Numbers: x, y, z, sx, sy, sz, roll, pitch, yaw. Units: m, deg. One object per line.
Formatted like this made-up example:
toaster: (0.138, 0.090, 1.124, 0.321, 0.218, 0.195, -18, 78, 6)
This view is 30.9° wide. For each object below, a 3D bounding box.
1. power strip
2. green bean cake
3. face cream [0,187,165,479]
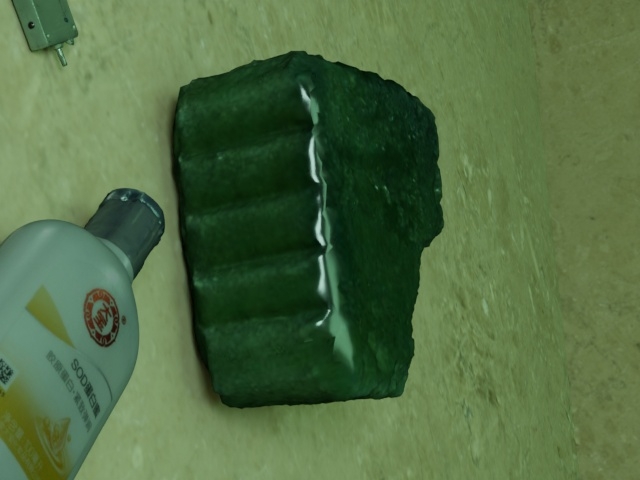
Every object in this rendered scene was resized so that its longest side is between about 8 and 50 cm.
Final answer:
power strip: (-0.216, -0.195, 0.866, 0.051, 0.019, 0.136, -50, 125, -63)
green bean cake: (0.000, 0.000, 1.089, 0.300, 0.169, 0.308, 9, 73, -63)
face cream: (-0.178, 0.064, 0.775, 0.291, 0.071, 0.144, -66, 139, -54)
